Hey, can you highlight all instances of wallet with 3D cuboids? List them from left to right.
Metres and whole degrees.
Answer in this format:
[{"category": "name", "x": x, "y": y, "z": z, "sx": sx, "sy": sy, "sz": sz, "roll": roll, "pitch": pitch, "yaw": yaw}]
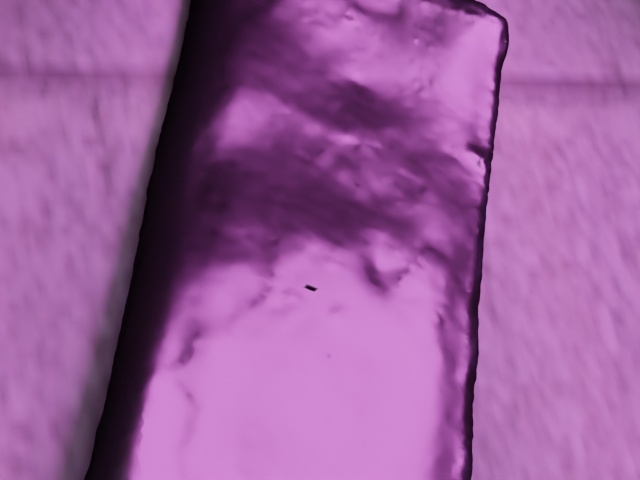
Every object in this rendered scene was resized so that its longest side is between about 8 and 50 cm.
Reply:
[{"category": "wallet", "x": 0.000, "y": -0.001, "z": 0.629, "sx": 0.146, "sy": 0.030, "sz": 0.285, "roll": 16, "pitch": 56, "yaw": -12}]
